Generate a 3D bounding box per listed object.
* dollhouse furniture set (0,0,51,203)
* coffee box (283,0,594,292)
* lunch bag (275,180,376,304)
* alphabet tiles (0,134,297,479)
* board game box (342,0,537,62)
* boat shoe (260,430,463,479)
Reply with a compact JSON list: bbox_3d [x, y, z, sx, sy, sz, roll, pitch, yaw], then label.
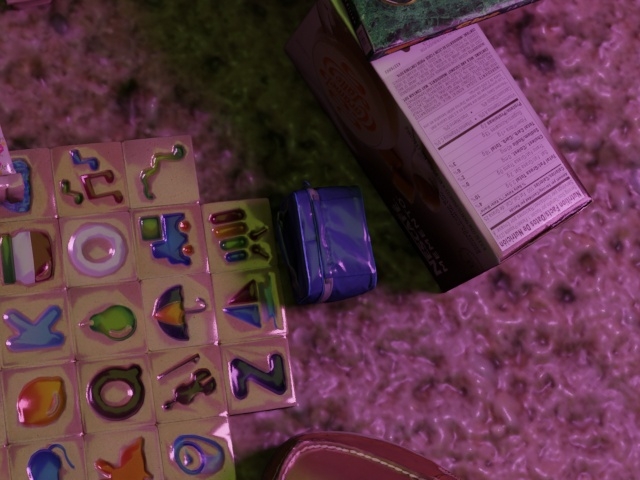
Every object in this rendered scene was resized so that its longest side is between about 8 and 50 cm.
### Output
[{"bbox_3d":[-0.318,-0.067,1.119,0.355,0.174,0.303,-17,78,-16],"label":"dollhouse furniture set"},{"bbox_3d":[0.089,-0.095,1.255,0.098,0.141,0.246,-33,89,-17],"label":"coffee box"},{"bbox_3d":[0.000,0.000,1.252,0.065,0.067,0.098,-8,80,-15],"label":"lunch bag"},{"bbox_3d":[-0.194,0.066,1.222,0.342,0.011,0.285,-6,81,-15],"label":"alphabet tiles"},{"bbox_3d":[0.128,-0.240,1.202,0.259,0.030,0.136,-22,88,-15],"label":"board game box"},{"bbox_3d":[0.109,0.237,1.204,0.324,0.116,0.123,27,74,-7],"label":"boat shoe"}]
